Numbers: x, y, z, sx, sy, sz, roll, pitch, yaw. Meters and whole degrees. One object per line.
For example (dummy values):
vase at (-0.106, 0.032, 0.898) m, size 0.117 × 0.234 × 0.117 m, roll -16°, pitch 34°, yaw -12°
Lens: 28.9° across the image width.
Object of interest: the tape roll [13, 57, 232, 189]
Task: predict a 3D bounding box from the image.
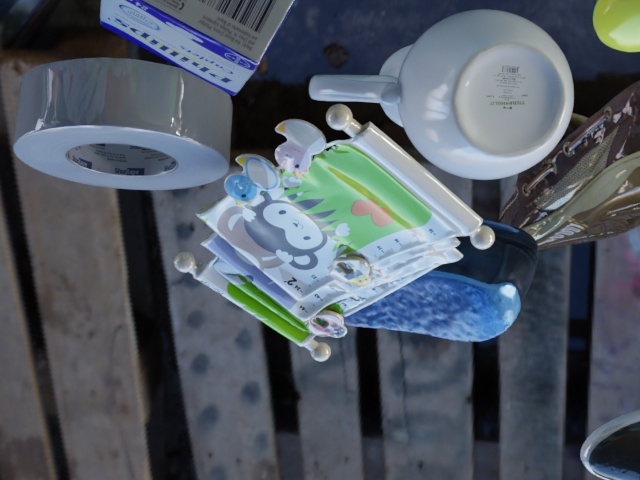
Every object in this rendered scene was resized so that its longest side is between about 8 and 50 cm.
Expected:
tape roll at (-0.201, -0.115, 1.274) m, size 0.219 × 0.072 × 0.219 m, roll 2°, pitch 166°, yaw 0°

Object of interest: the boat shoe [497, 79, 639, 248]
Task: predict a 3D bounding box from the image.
boat shoe at (0.257, -0.068, 1.223) m, size 0.123 × 0.342 × 0.123 m, roll -10°, pitch 80°, yaw -13°

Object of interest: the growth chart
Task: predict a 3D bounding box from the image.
growth chart at (0.000, 0.000, 0.860) m, size 0.172 × 0.021 × 0.237 m, roll 31°, pitch 140°, yaw -20°

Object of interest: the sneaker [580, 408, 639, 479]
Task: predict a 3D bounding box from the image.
sneaker at (0.441, 0.267, 1.360) m, size 0.296 × 0.147 × 0.104 m, roll 7°, pitch 116°, yaw -7°

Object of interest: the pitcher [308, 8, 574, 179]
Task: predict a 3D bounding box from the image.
pitcher at (0.089, -0.113, 0.956) m, size 0.178 × 0.207 × 0.125 m, roll -4°, pitch 100°, yaw -9°

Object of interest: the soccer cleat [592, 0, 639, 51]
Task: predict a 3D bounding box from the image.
soccer cleat at (0.336, -0.199, 0.903) m, size 0.289 × 0.121 × 0.093 m, roll -22°, pitch 146°, yaw 26°

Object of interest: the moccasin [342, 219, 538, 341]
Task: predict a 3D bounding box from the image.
moccasin at (0.054, 0.016, 1.218) m, size 0.342 × 0.117 × 0.137 m, roll 16°, pitch 138°, yaw 30°

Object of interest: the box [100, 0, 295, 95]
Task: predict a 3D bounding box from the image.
box at (-0.094, -0.177, 0.936) m, size 0.126 × 0.137 × 0.072 m, roll 28°, pitch 83°, yaw -8°
